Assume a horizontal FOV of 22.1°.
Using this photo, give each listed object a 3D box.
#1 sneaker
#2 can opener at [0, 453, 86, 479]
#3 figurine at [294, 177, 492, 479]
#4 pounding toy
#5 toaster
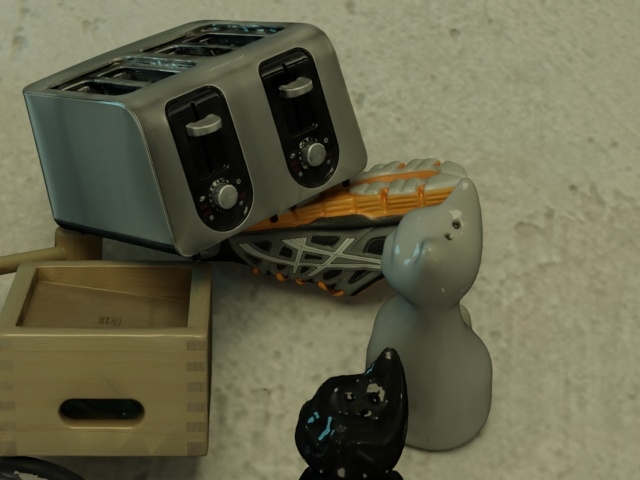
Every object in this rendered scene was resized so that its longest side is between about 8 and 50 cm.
[{"bbox_3d":[0.000,0.000,1.126,0.215,0.083,0.084,-4,23,19],"label":"sneaker"},{"bbox_3d":[-0.129,0.194,0.995,0.186,0.073,0.059,23,48,5],"label":"can opener"},{"bbox_3d":[0.046,0.091,0.974,0.092,0.209,0.215,18,55,13],"label":"figurine"},{"bbox_3d":[-0.161,0.064,1.069,0.181,0.094,0.206,0,19,-3],"label":"pounding toy"},{"bbox_3d":[-0.089,-0.072,1.092,0.168,0.110,0.186,-26,23,-34],"label":"toaster"}]
